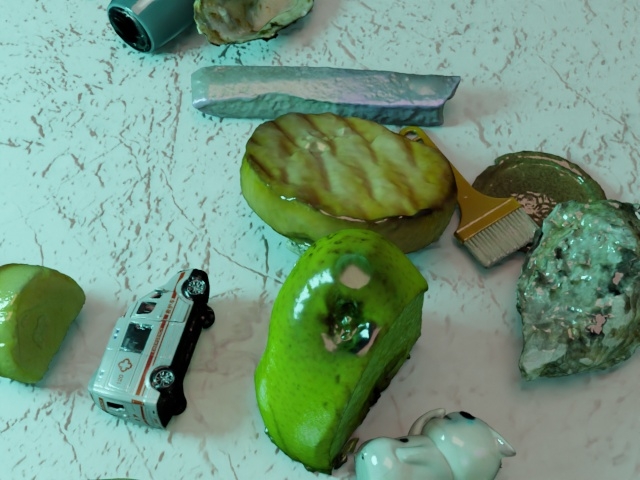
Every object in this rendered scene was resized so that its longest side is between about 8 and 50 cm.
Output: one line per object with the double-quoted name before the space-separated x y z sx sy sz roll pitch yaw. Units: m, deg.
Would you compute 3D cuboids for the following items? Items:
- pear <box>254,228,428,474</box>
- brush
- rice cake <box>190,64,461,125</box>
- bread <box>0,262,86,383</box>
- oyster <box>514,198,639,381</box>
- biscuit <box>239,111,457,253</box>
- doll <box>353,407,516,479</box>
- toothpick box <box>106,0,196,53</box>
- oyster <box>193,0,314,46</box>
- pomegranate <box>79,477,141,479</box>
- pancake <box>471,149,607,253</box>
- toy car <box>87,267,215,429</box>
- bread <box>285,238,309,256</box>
"pear" 0.010 0.116 1.250 0.164 0.255 0.238 30 65 15
"brush" 0.194 -0.076 1.510 0.103 0.013 0.272 -30 56 -12
"rice cake" 0.006 -0.213 1.579 0.399 0.064 0.070 2 62 0
"bread" -0.369 0.092 1.321 0.086 0.125 0.156 9 55 29
"oyster" 0.349 0.066 1.373 0.198 0.112 0.267 10 63 0
"biscuit" 0.037 -0.072 1.428 0.296 0.102 0.296 9 33 -6
"doll" 0.126 0.258 1.242 0.181 0.110 0.107 -21 79 -11
"toothpick box" -0.239 -0.378 1.647 0.120 0.120 0.184 33 64 18
"oyster" -0.103 -0.399 1.655 0.294 0.094 0.166 -41 111 -32
"pomegranate" -0.210 0.388 1.049 0.322 0.322 0.322 1 56 -1
"pancake" 0.308 -0.055 1.510 0.199 0.021 0.199 0 55 0
"toy car" -0.206 0.126 1.332 0.108 0.089 0.209 11 60 11
"bread" 0.000 0.000 1.454 0.083 0.035 0.070 31 60 15
